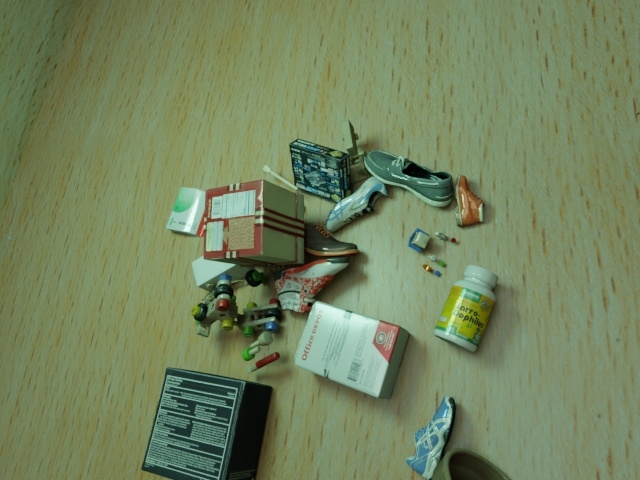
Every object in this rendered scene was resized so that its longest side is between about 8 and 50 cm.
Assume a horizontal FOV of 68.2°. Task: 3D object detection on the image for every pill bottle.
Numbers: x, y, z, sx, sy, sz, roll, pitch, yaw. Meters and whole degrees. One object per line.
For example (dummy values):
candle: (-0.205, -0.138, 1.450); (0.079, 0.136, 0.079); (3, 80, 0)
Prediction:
pill bottle: (0.390, 0.177, 1.248); (0.117, 0.117, 0.209); (20, 80, 31)

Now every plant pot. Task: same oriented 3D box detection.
plant pot: (0.316, 0.642, 1.046); (0.263, 0.263, 0.229); (46, 112, 32)

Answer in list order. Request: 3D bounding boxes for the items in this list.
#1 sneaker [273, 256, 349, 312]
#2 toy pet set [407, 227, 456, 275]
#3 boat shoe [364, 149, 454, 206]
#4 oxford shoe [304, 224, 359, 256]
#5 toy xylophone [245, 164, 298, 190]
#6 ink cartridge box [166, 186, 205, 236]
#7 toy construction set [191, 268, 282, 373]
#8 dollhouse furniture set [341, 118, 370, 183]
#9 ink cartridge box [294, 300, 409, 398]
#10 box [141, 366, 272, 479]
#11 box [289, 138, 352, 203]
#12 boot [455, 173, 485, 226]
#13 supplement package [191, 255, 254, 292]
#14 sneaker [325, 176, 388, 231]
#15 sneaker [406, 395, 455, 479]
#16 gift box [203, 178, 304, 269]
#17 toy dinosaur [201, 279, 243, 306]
sneaker: (-0.018, 0.142, 1.465); (0.269, 0.090, 0.145); (-16, 80, 27)
toy pet set: (0.317, 0.025, 1.394); (0.114, 0.065, 0.122); (29, 87, -3)
boat shoe: (0.271, -0.220, 1.456); (0.319, 0.099, 0.116); (35, 59, 29)
oxford shoe: (0.000, 0.000, 1.512); (0.271, 0.097, 0.099); (6, 90, 28)
toy xylophone: (-0.185, -0.120, 1.672); (0.236, 0.081, 0.322); (-48, 58, 2)
ink cartridge box: (-0.476, -0.108, 1.830); (0.224, 0.056, 0.181); (8, 74, 30)
toy construction set: (-0.270, 0.272, 1.505); (0.237, 0.257, 0.309); (-34, 66, 30)
dollhouse furniture set: (0.073, -0.285, 1.571); (0.123, 0.151, 0.144); (-17, 61, 20)
ink cartridge box: (0.088, 0.307, 1.347); (0.272, 0.114, 0.197); (14, 77, 29)
box: (-0.331, 0.555, 1.414); (0.296, 0.182, 0.294); (2, 72, 25)
box: (0.000, -0.229, 1.573); (0.220, 0.175, 0.051); (23, 47, 32)
boot: (0.437, -0.121, 1.384); (0.084, 0.059, 0.158); (-5, 76, 21)
supplement package: (-0.340, 0.092, 1.651); (0.179, 0.105, 0.105); (-29, 60, 12)
sneaker: (0.113, -0.105, 1.520); (0.237, 0.085, 0.086); (-41, 63, 9)
sneaker: (0.284, 0.492, 1.196); (0.081, 0.080, 0.211); (18, 78, 28)
gift box: (-0.207, -0.048, 1.466); (0.276, 0.258, 0.255); (0, 81, 30)
toy dinosaur: (-0.351, 0.171, 1.630); (0.183, 0.092, 0.053); (-39, 68, 18)
